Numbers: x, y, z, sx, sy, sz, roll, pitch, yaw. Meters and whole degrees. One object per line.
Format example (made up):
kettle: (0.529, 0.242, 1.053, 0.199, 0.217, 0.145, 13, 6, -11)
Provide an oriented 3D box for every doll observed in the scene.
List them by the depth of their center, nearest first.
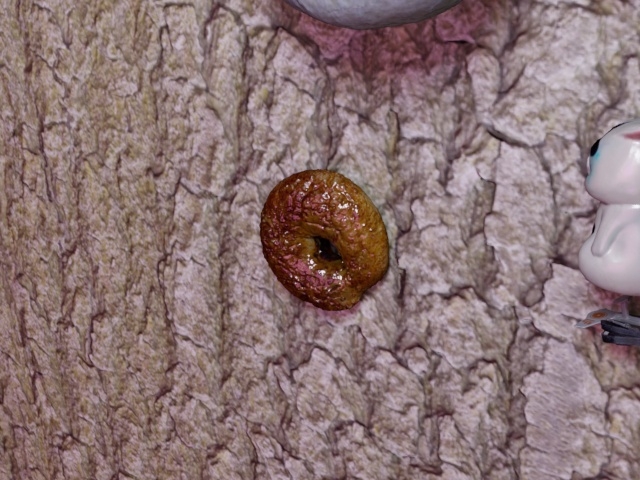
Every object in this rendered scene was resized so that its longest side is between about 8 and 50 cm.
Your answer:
doll: (0.307, -0.035, 1.050, 0.106, 0.110, 0.181, 7, 111, 35)

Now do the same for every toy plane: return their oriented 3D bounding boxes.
toy plane: (0.354, 0.087, 1.089, 0.197, 0.078, 0.053, 11, 118, 51)

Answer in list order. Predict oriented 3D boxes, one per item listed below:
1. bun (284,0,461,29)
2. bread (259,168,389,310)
bun: (0.061, -0.374, 1.024, 0.362, 0.211, 0.362, 21, 120, 40)
bread: (0.000, 0.000, 1.342, 0.193, 0.064, 0.193, 15, 119, 30)
